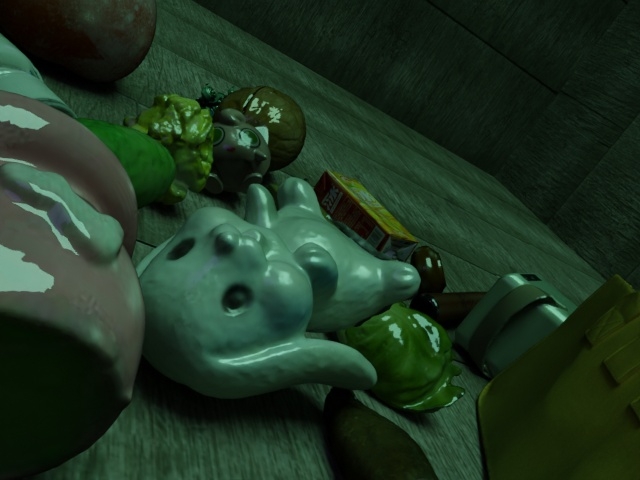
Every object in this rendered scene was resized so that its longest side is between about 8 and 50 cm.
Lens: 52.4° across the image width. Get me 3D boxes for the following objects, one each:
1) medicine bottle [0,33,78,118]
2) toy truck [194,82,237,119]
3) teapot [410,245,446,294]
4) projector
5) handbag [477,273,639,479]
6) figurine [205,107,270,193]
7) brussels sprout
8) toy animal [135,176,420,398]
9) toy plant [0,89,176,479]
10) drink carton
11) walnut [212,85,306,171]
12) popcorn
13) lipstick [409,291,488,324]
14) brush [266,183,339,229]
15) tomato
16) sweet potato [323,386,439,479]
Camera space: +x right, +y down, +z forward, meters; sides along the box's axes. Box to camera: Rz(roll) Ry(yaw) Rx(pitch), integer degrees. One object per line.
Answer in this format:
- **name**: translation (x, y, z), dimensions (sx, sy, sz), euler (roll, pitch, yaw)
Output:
- **medicine bottle**: translation (-0.381, -0.165, 0.678), dimensions (0.258, 0.143, 0.143), euler (39, 20, 16)
- **toy truck**: translation (-0.205, -0.256, 1.293), dimensions (0.078, 0.080, 0.154), euler (57, 21, 1)
- **teapot**: translation (0.184, 0.060, 1.181), dimensions (0.129, 0.078, 0.098), euler (-26, 102, -79)
- **projector**: translation (0.348, 0.158, 1.073), dimensions (0.177, 0.163, 0.243), euler (43, 16, 25)
- **handbag**: translation (0.328, 0.205, 0.738), dimensions (0.133, 0.283, 0.401), euler (38, 17, 0)
- **figurine**: translation (-0.140, -0.137, 1.029), dimensions (0.125, 0.125, 0.137), euler (22, 48, -31)
- **brussels sprout**: translation (0.095, 0.136, 0.821), dimensions (0.181, 0.100, 0.139), euler (55, 39, 6)
- **toy animal**: translation (-0.063, 0.046, 0.662), dimensions (0.289, 0.174, 0.249), euler (9, 27, -36)
- **toy plant**: translation (-0.224, -0.010, 0.473), dimensions (0.317, 0.210, 0.356), euler (28, 19, -40)
- **drink carton**: translation (0.081, -0.042, 1.248), dimensions (0.096, 0.071, 0.223), euler (13, 27, -45)
- **walnut**: translation (-0.111, -0.200, 1.182), dimensions (0.167, 0.167, 0.207), euler (36, 17, 5)
- **popcorn**: translation (-0.205, -0.123, 0.866), dimensions (0.126, 0.145, 0.125), euler (12, 34, -32)
- **lipstick**: translation (0.266, 0.121, 1.182), dimensions (0.057, 0.057, 0.357), euler (46, 22, 29)
- **brush**: translation (0.000, 0.000, 1.056), dimensions (0.103, 0.047, 0.233), euler (10, 32, -50)
- **tomato**: translation (-0.403, -0.406, 1.093), dimensions (0.270, 0.227, 0.270), euler (33, 17, -12)
- **sweet potato**: translation (0.054, 0.217, 0.564), dimensions (0.112, 0.085, 0.285), euler (23, 21, -17)
